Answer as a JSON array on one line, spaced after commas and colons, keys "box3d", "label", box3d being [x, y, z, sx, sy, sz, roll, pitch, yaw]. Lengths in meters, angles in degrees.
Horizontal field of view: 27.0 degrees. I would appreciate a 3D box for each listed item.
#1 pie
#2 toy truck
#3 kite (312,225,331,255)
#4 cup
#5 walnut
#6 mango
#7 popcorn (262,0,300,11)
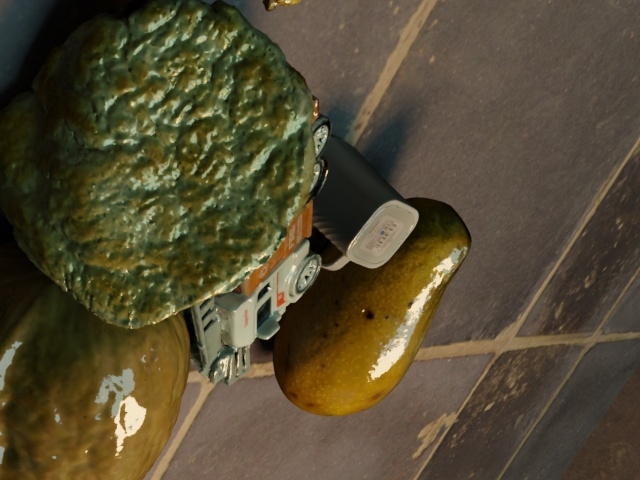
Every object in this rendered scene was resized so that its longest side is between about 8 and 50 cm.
[{"box3d": [-0.135, -0.073, 1.104, 0.274, 0.257, 0.105, -51, 177, 2], "label": "pie"}, {"box3d": [-0.097, -0.004, 1.322, 0.184, 0.133, 0.338, -49, 156, -35], "label": "toy truck"}, {"box3d": [0.005, -0.004, 1.645, 0.044, 0.002, 0.078, -34, 148, -27], "label": "kite"}, {"box3d": [0.023, -0.031, 1.511, 0.128, 0.129, 0.095, -51, 145, 10], "label": "cup"}, {"box3d": [-0.238, 0.130, 1.219, 0.283, 0.227, 0.283, -42, 149, -33], "label": "walnut"}, {"box3d": [0.054, 0.077, 1.628, 0.175, 0.176, 0.329, -31, 149, -59], "label": "mango"}, {"box3d": [-0.034, -0.252, 1.235, 0.082, 0.057, 0.083, -3, 124, -62], "label": "popcorn"}]
